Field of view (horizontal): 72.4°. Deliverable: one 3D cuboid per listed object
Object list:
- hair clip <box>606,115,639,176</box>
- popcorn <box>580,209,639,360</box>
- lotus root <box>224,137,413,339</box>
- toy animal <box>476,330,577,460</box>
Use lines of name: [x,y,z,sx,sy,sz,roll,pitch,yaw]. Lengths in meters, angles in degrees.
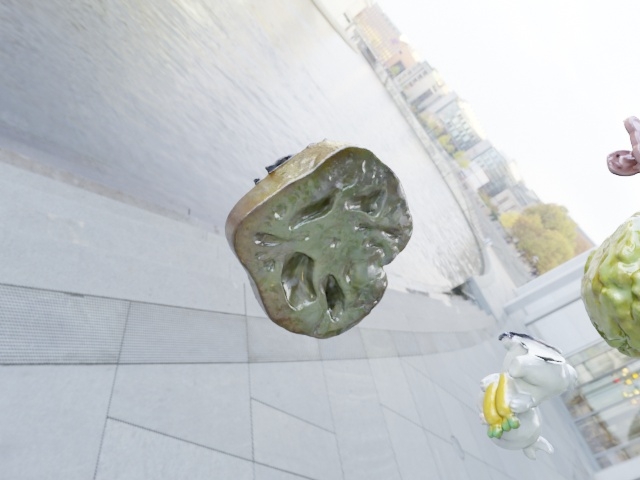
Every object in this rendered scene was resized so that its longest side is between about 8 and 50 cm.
hair clip: [0.678,-0.182,0.892,0.102,0.138,0.123,72,25,-63]
popcorn: [0.440,0.059,0.557,0.184,0.204,0.221,21,-8,31]
lotus root: [0.000,0.000,0.850,0.375,0.390,0.111,8,15,-29]
toy animal: [0.509,0.405,1.111,0.247,0.309,0.183,7,10,-25]
